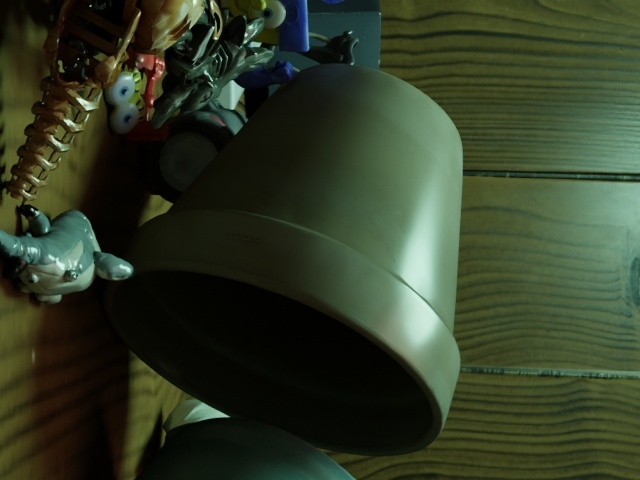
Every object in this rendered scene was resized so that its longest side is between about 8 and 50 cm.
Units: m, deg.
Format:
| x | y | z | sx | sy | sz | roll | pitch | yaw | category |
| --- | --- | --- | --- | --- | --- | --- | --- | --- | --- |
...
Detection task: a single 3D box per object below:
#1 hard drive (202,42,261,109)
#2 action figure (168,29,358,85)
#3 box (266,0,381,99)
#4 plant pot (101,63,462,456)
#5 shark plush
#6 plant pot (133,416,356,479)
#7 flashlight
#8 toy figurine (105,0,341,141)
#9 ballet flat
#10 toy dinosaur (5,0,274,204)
| x | y | z | sx | sy | sz | roll | pitch | yaw | category |
| --- | --- | --- | --- | --- | --- | --- | --- | --- | --- |
| -0.116 | -0.310 | 1.741 | 0.319 | 0.040 | 0.210 | -78 | 169 | -68 | hard drive |
| -0.086 | -0.250 | 1.398 | 0.141 | 0.276 | 0.164 | -38 | 171 | -35 | action figure |
| 0.000 | -0.309 | 2.121 | 0.312 | 0.179 | 0.343 | -91 | -179 | -47 | box |
| 0.000 | 0.000 | 1.196 | 0.323 | 0.323 | 0.280 | 84 | 25 | -60 | plant pot |
| -0.202 | 0.006 | 0.917 | 0.161 | 0.073 | 0.067 | -1 | 72 | -65 | shark plush |
| -0.089 | 0.325 | 1.105 | 0.196 | 0.293 | 0.293 | -36 | 134 | -49 | plant pot |
| -0.121 | -0.094 | 1.422 | 0.103 | 0.103 | 0.304 | -62 | 179 | 7 | flashlight |
| -0.077 | -0.266 | 1.161 | 0.191 | 0.217 | 0.363 | -80 | 171 | -61 | toy figurine |
| -0.138 | 0.233 | 1.455 | 0.280 | 0.095 | 0.096 | 107 | -23 | -68 | ballet flat |
| -0.132 | -0.182 | 0.908 | 0.164 | 0.322 | 0.218 | 49 | -9 | 5 | toy dinosaur |
